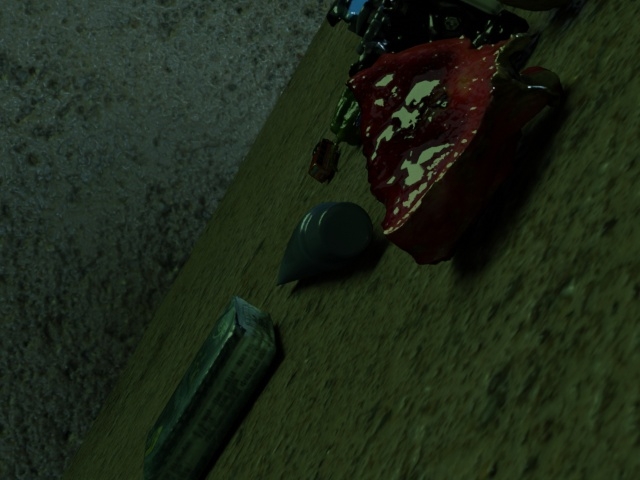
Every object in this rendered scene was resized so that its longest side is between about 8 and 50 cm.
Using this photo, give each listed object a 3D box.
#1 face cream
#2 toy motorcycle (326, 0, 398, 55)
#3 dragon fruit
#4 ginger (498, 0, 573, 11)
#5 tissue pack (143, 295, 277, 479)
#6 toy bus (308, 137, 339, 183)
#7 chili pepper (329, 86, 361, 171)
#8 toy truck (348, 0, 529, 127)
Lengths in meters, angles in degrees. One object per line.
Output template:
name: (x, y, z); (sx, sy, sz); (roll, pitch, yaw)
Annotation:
face cream: (0.000, 0.000, 1.562); (0.135, 0.086, 0.385); (-57, 5, -8)
toy motorcycle: (0.126, -0.418, 1.900); (0.232, 0.172, 0.416); (-62, 1, 14)
dragon fruit: (0.145, -0.101, 1.119); (0.211, 0.134, 0.262); (-39, 34, 27)
ginger: (0.226, -0.396, 1.320); (0.126, 0.190, 0.354); (117, 172, -50)
tissue pack: (-0.155, 0.219, 1.637); (0.257, 0.081, 0.185); (-58, 11, 6)
toy bus: (0.005, -0.140, 2.010); (0.031, 0.043, 0.110); (-52, 12, 29)
chili pepper: (0.062, -0.210, 1.904); (0.204, 0.073, 0.072); (-59, 25, 5)
toy truck: (0.138, -0.193, 1.368); (0.213, 0.161, 0.177); (-60, -12, -12)
